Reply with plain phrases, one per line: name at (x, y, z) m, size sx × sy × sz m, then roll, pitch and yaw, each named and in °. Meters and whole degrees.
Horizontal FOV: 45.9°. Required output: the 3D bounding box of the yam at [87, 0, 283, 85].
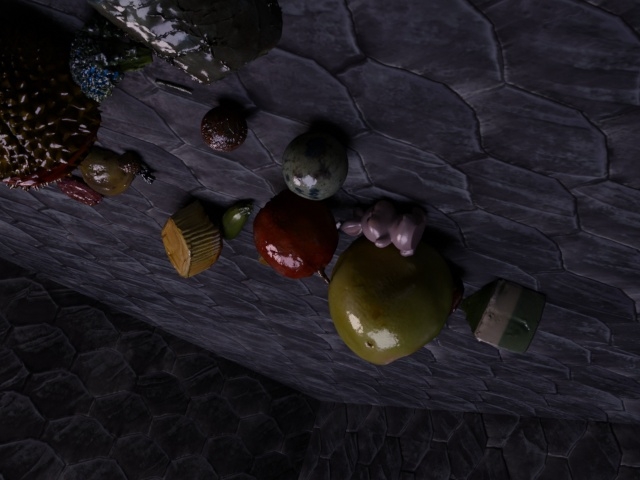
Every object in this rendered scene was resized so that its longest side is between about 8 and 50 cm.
yam at (-0.208, -0.366, 1.159) m, size 0.202 × 0.202 × 0.271 m, roll -4°, pitch 157°, yaw 45°

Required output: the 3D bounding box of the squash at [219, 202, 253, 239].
squash at (-0.243, -0.055, 2.117) m, size 0.066 × 0.066 × 0.252 m, roll 21°, pitch 158°, yaw -10°

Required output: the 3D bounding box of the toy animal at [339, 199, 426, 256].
toy animal at (0.138, -0.042, 1.795) m, size 0.212 × 0.124 × 0.124 m, roll 15°, pitch 160°, yaw 25°

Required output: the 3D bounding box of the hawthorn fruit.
hawthorn fruit at (-0.047, 0.000, 1.860) m, size 0.253 × 0.205 × 0.205 m, roll 49°, pitch 158°, yaw 4°

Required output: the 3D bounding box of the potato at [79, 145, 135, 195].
potato at (-0.592, -0.176, 2.072) m, size 0.164 × 0.081 × 0.200 m, roll 17°, pitch 161°, yaw -2°

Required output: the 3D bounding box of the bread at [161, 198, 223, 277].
bread at (-0.368, -0.002, 2.184) m, size 0.133 × 0.179 × 0.250 m, roll -20°, pitch 162°, yaw -24°

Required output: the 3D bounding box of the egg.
egg at (-0.012, -0.153, 1.587) m, size 0.141 × 0.141 × 0.182 m, roll 15°, pitch 167°, yaw 6°

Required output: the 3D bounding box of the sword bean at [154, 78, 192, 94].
sword bean at (-0.306, -0.321, 1.579) m, size 0.083 × 0.012 × 0.012 m, roll 18°, pitch 159°, yaw 2°

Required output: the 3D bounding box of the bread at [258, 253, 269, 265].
bread at (-0.124, 0.027, 2.245) m, size 0.073 × 0.053 × 0.214 m, roll 23°, pitch 156°, yaw -25°

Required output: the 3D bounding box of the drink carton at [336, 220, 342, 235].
drink carton at (0.000, 0.000, 2.052) m, size 0.084 × 0.075 × 0.200 m, roll 26°, pitch 159°, yaw -22°

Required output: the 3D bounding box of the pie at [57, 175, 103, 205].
pie at (-0.732, -0.150, 2.305) m, size 0.154 × 0.036 × 0.154 m, roll 16°, pitch 160°, yaw 6°

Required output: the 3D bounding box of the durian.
durian at (-0.627, -0.270, 1.555) m, size 0.347 × 0.348 × 0.384 m, roll 12°, pitch 167°, yaw 15°

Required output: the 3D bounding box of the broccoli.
broccoli at (-0.399, -0.346, 1.441) m, size 0.154 × 0.167 × 0.160 m, roll 14°, pitch -160°, yaw 41°

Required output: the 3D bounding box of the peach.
peach at (0.170, 0.141, 1.902) m, size 0.316 × 0.314 × 0.281 m, roll 49°, pitch 170°, yaw 18°

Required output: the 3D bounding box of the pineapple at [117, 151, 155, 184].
pineapple at (-0.484, -0.184, 2.000) m, size 0.058 × 0.058 × 0.124 m, roll 7°, pitch 157°, yaw 26°

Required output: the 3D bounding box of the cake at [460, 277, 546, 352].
cake at (0.484, 0.235, 2.130) m, size 0.158 × 0.172 × 0.283 m, roll 22°, pitch 161°, yaw -6°

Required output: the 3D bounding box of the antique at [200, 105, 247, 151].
antique at (-0.202, -0.235, 1.589) m, size 0.104 × 0.104 × 0.104 m, roll 15°, pitch 159°, yaw 6°

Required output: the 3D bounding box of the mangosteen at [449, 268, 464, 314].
mangosteen at (0.305, 0.127, 2.064) m, size 0.145 × 0.156 × 0.181 m, roll -3°, pitch -146°, yaw -49°
